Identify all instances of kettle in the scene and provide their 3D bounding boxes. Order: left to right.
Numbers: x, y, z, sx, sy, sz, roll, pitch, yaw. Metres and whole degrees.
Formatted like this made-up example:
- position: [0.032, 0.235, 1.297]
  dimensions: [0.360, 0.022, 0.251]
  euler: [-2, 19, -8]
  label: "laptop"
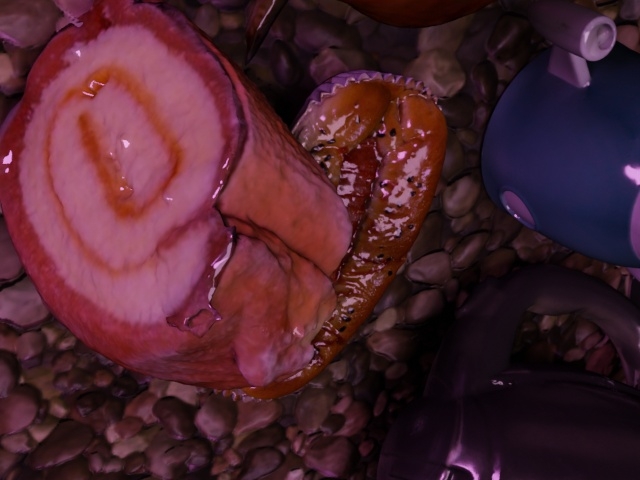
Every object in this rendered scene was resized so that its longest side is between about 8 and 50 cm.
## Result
- position: [0.203, 0.182, 0.941]
  dimensions: [0.324, 0.228, 0.321]
  euler: [22, 78, -33]
  label: "kettle"

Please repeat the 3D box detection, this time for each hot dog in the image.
- position: [0.000, 0.000, 0.786]
  dimensions: [0.144, 0.075, 0.268]
  euler: [18, 104, -33]
  label: "hot dog"

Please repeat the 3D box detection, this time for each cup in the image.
- position: [0.239, -0.055, 0.830]
  dimensions: [0.167, 0.173, 0.300]
  euler: [-39, 128, -7]
  label: "cup"

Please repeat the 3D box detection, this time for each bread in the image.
- position: [-0.086, -0.014, 0.634]
  dimensions: [0.190, 0.244, 0.123]
  euler: [-51, 140, 13]
  label: "bread"

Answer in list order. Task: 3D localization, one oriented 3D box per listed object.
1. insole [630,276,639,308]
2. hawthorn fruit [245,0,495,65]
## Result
- position: [0.325, -0.065, 0.982]
  dimensions: [0.109, 0.007, 0.322]
  euler: [-15, 124, -20]
  label: "insole"
- position: [0.016, -0.232, 0.554]
  dimensions: [0.267, 0.268, 0.301]
  euler: [23, 106, -37]
  label: "hawthorn fruit"
